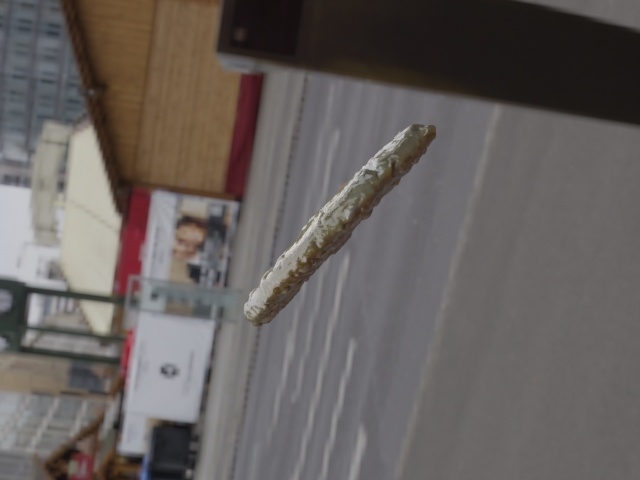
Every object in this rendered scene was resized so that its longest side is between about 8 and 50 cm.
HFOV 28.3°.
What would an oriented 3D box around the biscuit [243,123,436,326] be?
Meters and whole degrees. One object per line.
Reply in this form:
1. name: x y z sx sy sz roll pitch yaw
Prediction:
1. biscuit: -0.001 -0.001 1.143 0.290 0.038 0.141 -48 -2 33
